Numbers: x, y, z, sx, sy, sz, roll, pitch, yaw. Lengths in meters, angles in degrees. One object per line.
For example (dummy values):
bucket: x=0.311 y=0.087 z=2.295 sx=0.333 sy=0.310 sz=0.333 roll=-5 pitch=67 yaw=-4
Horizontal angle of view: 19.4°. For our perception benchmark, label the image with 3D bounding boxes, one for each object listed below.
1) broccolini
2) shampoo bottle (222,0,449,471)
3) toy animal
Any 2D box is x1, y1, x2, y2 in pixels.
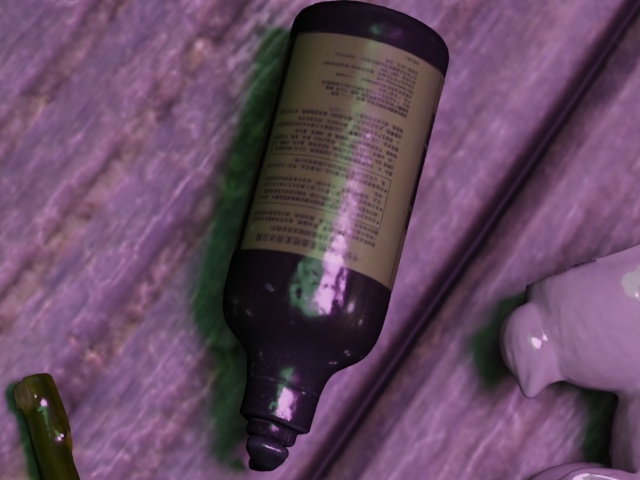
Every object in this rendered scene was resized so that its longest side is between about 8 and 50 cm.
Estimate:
broccolini: x=-0.149 y=0.187 z=1.108 sx=0.067 sy=0.058 sz=0.216 roll=-5 pitch=69 yaw=-55
shampoo bottle: x=0.000 y=0.000 z=1.138 sx=0.101 sy=0.101 sz=0.284 roll=16 pitch=77 yaw=-9
toy animal: x=0.198 y=0.093 z=1.153 sx=0.178 sy=0.127 sz=0.193 roll=-10 pitch=84 yaw=-12
